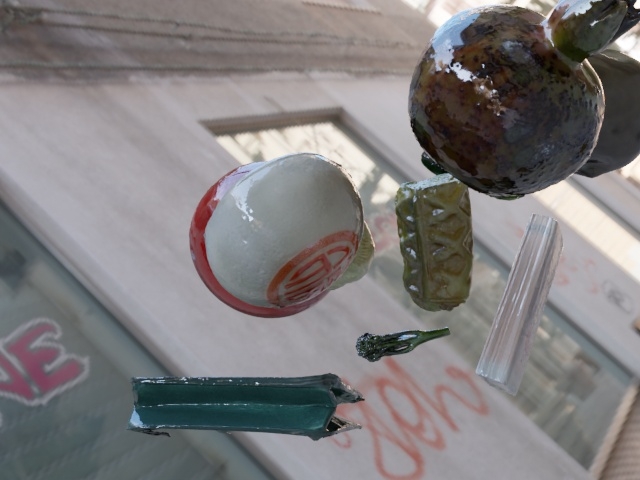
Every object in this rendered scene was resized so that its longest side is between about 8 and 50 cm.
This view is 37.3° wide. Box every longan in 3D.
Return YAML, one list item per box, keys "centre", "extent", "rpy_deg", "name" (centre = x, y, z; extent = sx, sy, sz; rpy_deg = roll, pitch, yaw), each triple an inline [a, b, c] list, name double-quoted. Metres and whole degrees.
- centre: [0.531, -0.278, 1.982]
  extent: [0.288, 0.350, 0.288]
  rpy_deg: [10, -90, -84]
  name: "longan"

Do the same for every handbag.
- centre: [-0.111, 0.258, 1.441]
  extent: [0.238, 0.326, 0.089]
  rpy_deg: [42, -133, -70]
  name: "handbag"

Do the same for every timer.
- centre: [-0.123, 0.004, 2.250]
  extent: [0.378, 0.378, 0.279]
  rpy_deg: [-56, 6, 30]
  name: "timer"

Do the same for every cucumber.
- centre: [0.308, -0.133, 1.925]
  extent: [0.069, 0.227, 0.069]
  rpy_deg: [-56, -18, -28]
  name: "cucumber"

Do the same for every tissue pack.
- centre: [0.386, 0.125, 1.812]
  extent: [0.325, 0.071, 0.170]
  rpy_deg: [-69, -24, -10]
  name: "tissue pack"

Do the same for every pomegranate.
- centre: [0.285, -0.223, 1.289]
  extent: [0.285, 0.285, 0.341]
  rpy_deg: [-31, -13, -51]
  name: "pomegranate"

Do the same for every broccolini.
- centre: [0.174, 0.219, 2.003]
  extent: [0.091, 0.202, 0.068]
  rpy_deg: [66, -159, -53]
  name: "broccolini"

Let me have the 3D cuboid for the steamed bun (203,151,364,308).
- centre: [-0.044, 0.002, 1.556]
  extent: [0.283, 0.177, 0.283]
  rpy_deg: [-29, -27, -16]
  name: "steamed bun"

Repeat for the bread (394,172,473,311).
- centre: [0.225, 0.008, 1.849]
  extent: [0.130, 0.152, 0.268]
  rpy_deg: [-15, -77, -41]
  name: "bread"

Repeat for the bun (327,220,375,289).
- centre: [0.000, 0.000, 2.010]
  extent: [0.145, 0.229, 0.229]
  rpy_deg: [-37, -5, 35]
  name: "bun"
